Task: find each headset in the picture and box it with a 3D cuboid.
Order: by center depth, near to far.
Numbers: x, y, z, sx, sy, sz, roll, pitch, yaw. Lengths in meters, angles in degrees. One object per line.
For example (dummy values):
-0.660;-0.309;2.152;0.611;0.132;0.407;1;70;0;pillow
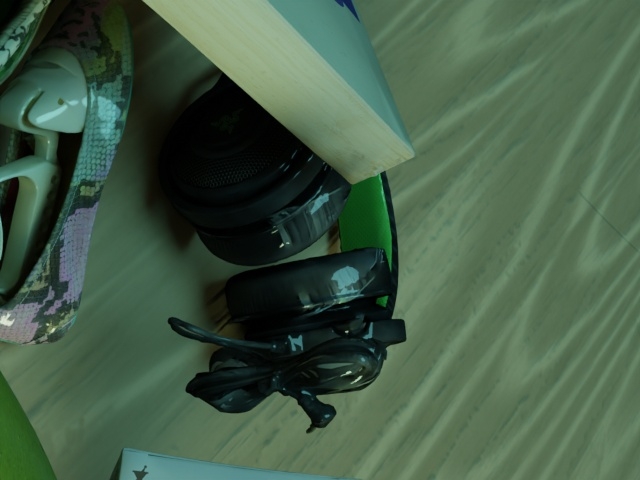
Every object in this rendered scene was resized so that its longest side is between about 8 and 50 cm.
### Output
0.000;0.000;1.115;0.394;0.185;0.243;-61;135;-57;headset

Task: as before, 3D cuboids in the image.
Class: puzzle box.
-0.072;-0.213;0.895;0.409;0.052;0.272;38;29;-62;puzzle box

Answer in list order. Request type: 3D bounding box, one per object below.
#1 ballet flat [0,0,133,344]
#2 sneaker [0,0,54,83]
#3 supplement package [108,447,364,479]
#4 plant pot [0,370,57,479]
-0.167;-0.044;0.933;0.079;0.077;0.221;6;99;-54;ballet flat
-0.170;-0.170;0.875;0.158;0.182;0.410;62;38;-32;sneaker
-0.068;0.211;0.907;0.244;0.139;0.134;122;-24;-71;supplement package
-0.226;0.144;0.709;0.293;0.274;0.275;56;40;-62;plant pot
